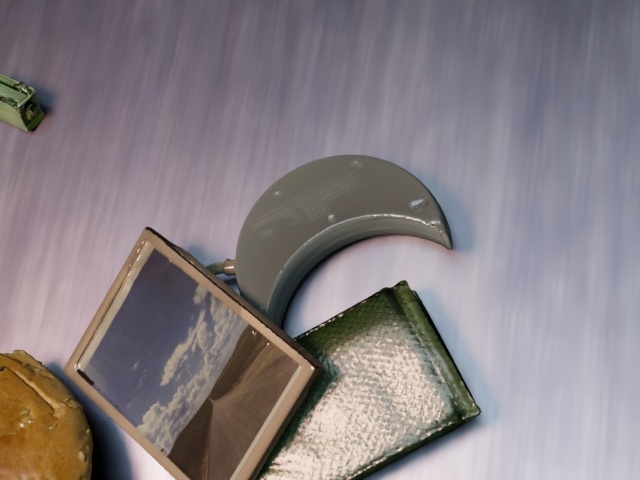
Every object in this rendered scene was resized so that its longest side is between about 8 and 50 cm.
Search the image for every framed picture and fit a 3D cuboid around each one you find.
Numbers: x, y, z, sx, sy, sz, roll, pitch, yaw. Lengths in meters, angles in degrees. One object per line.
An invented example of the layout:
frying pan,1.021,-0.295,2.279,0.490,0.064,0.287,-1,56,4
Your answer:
framed picture,-0.135,0.129,0.991,0.260,0.023,0.189,36,100,28

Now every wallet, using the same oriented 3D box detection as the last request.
wallet,0.019,0.158,0.969,0.236,0.055,0.160,-30,60,6

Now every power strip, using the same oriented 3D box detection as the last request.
power strip,0.000,0.000,1.032,0.253,0.054,0.167,-26,59,3

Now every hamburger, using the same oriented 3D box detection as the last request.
hamburger,-0.333,0.271,0.971,0.211,0.132,0.308,26,75,26

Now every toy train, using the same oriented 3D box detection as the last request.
toy train,-0.380,-0.169,1.195,0.093,0.056,0.038,23,59,21
